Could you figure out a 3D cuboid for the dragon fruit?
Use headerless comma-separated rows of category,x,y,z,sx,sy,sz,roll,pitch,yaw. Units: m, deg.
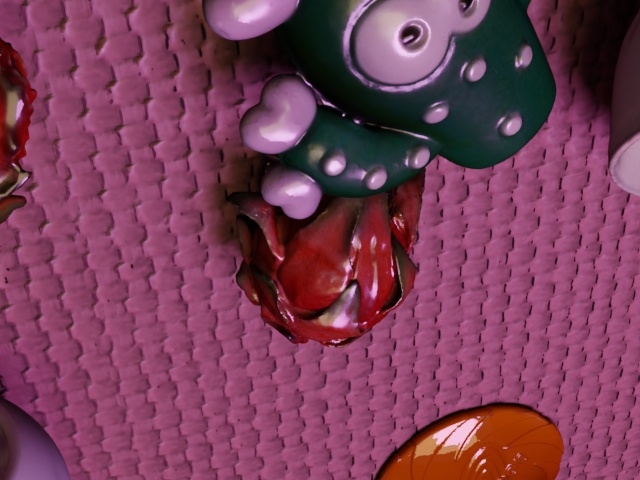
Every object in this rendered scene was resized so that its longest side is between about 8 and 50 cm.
dragon fruit,0.007,0.002,0.790,0.121,0.130,0.142,11,131,11

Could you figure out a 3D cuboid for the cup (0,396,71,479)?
cup,-0.268,0.263,0.821,0.212,0.212,0.317,-7,129,-16

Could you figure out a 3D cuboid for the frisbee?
frisbee,0.141,0.229,1.079,0.192,0.035,0.192,-11,131,-13

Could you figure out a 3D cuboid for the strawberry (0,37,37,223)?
strawberry,-0.248,-0.099,0.614,0.190,0.111,0.236,-17,109,5

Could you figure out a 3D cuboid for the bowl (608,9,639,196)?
bowl,0.317,-0.124,0.749,0.277,0.145,0.277,-3,164,-1

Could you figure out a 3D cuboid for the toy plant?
toy plant,0.046,-0.137,0.678,0.232,0.112,0.243,-28,125,-18
